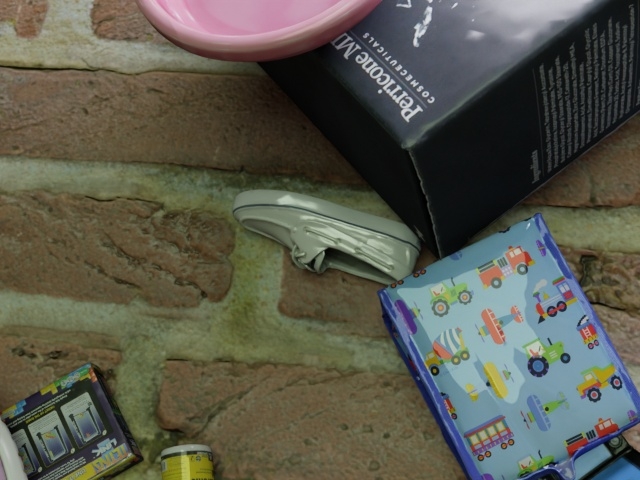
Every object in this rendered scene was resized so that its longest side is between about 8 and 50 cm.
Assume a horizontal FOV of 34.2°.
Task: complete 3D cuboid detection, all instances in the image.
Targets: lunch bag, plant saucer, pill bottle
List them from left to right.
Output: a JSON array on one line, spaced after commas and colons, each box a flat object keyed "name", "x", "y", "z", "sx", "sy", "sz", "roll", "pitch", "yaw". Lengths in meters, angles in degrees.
[{"name": "pill bottle", "x": -0.161, "y": 0.314, "z": 1.278, "sx": 0.065, "sy": 0.065, "sz": 0.116, "roll": -8, "pitch": 69, "yaw": 5}, {"name": "plant saucer", "x": -0.049, "y": -0.328, "z": 1.161, "sx": 0.332, "sy": 0.084, "sz": 0.332, "roll": -7, "pitch": 62, "yaw": 14}, {"name": "lunch bag", "x": 0.232, "y": 0.153, "z": 1.246, "sx": 0.221, "sy": 0.138, "sz": 0.293, "roll": -26, "pitch": 69, "yaw": -3}]

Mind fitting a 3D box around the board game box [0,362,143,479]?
[{"name": "board game box", "x": -0.334, "y": 0.259, "z": 1.330, "sx": 0.170, "sy": 0.048, "sz": 0.141, "roll": -29, "pitch": 71, "yaw": -3}]

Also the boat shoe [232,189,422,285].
[{"name": "boat shoe", "x": 0.000, "y": 0.000, "z": 1.357, "sx": 0.258, "sy": 0.095, "sz": 0.084, "roll": 12, "pitch": 68, "yaw": 13}]

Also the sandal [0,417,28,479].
[{"name": "sandal", "x": -0.422, "y": 0.343, "z": 1.248, "sx": 0.169, "sy": 0.102, "sz": 0.416, "roll": -41, "pitch": 67, "yaw": 28}]

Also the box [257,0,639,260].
[{"name": "box", "x": 0.174, "y": -0.321, "z": 1.315, "sx": 0.472, "sy": 0.297, "sz": 0.480, "roll": -38, "pitch": 60, "yaw": -5}]

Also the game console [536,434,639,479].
[{"name": "game console", "x": 0.316, "y": 0.265, "z": 1.227, "sx": 0.122, "sy": 0.071, "sz": 0.107, "roll": -34, "pitch": 74, "yaw": -6}]
